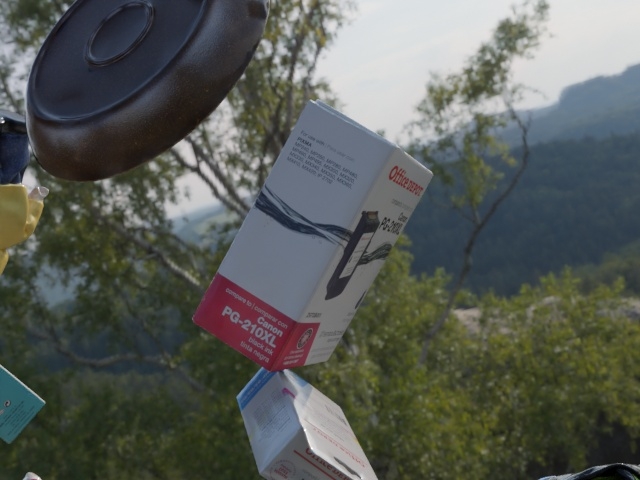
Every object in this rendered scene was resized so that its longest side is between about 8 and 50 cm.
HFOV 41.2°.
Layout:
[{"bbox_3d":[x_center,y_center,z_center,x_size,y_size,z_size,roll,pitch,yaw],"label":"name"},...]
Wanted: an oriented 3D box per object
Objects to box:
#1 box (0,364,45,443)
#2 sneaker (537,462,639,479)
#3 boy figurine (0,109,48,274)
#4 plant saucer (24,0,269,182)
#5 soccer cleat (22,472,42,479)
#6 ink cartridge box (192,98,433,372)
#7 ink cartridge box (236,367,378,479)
[{"bbox_3d":[-0.399,0.117,0.887,0.101,0.244,0.060,23,65,36],"label":"box"},{"bbox_3d":[0.287,0.235,0.777,0.188,0.067,0.078,-4,-15,-9],"label":"sneaker"},{"bbox_3d":[-0.492,-0.051,1.279,0.092,0.285,0.177,25,21,33],"label":"boy figurine"},{"bbox_3d":[-0.196,-0.201,0.883,0.311,0.310,0.050,-16,-39,23],"label":"plant saucer"},{"bbox_3d":[-0.302,0.266,0.834,0.083,0.029,0.036,-55,30,-8],"label":"soccer cleat"},{"bbox_3d":[0.000,0.000,0.842,0.100,0.237,0.172,31,6,18],"label":"ink cartridge box"},{"bbox_3d":[-0.012,0.198,0.812,0.061,0.104,0.181,-48,22,4],"label":"ink cartridge box"}]
